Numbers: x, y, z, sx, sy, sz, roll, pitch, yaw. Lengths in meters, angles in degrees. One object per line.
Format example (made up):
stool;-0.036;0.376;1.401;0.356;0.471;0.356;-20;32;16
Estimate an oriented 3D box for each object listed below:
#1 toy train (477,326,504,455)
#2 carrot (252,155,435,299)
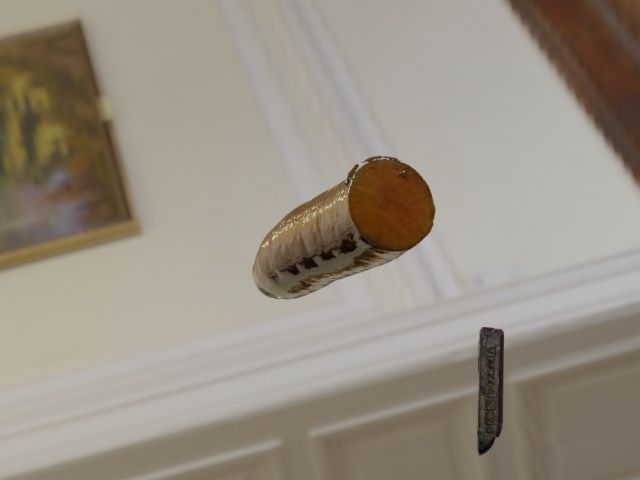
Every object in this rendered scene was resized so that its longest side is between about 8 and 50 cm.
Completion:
toy train;0.106;0.096;1.174;0.017;0.017;0.083;-69;-20;-72
carrot;0.000;0.000;0.910;0.139;0.048;0.048;-27;76;57
